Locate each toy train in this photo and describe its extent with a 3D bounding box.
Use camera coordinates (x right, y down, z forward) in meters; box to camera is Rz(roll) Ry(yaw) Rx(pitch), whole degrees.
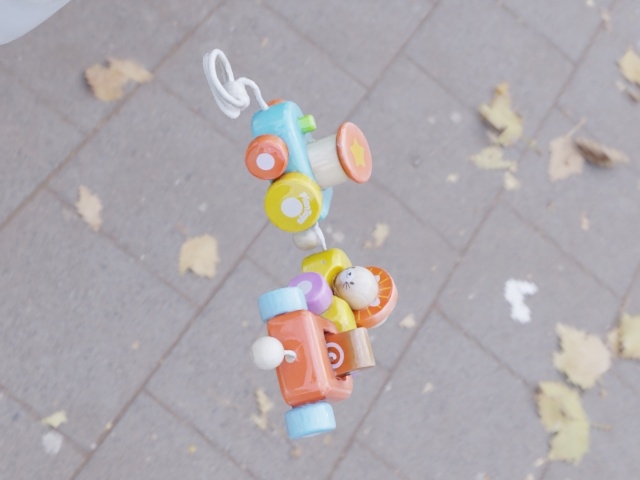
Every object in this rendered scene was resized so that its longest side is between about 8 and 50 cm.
[{"bbox_3d":[0.000,0.000,0.548,0.046,0.125,0.166,-17,72,12],"label":"toy train"}]

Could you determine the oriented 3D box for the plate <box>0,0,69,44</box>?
[{"bbox_3d":[-0.116,-0.235,0.671,0.277,0.278,0.045,-38,66,-4],"label":"plate"}]
